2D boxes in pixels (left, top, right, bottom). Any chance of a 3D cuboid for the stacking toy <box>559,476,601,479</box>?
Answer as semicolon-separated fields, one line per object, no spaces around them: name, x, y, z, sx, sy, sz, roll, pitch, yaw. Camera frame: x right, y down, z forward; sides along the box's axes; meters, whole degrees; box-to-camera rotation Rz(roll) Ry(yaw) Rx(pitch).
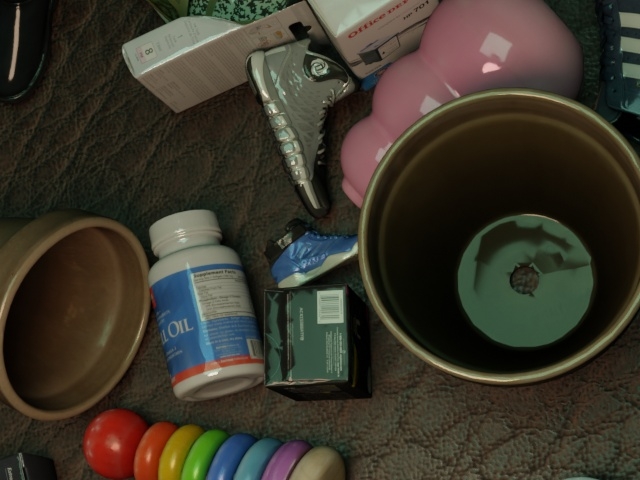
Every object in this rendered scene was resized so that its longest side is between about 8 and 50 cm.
stacking toy;0.232;0.414;1.581;0.308;0.130;0.280;-16;67;0

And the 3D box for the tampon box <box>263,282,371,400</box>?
tampon box;-0.001;0.126;1.718;0.101;0.161;0.120;-4;77;12

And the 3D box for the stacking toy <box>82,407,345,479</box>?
stacking toy;-0.141;0.278;1.742;0.330;0.141;0.141;14;80;22

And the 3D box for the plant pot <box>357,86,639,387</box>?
plant pot;0.224;0.023;1.628;0.323;0.280;0.323;-3;75;12

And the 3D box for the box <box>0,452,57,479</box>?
box;-0.431;0.370;1.786;0.207;0.108;0.153;-17;73;8

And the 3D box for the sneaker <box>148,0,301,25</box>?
sneaker;-0.216;-0.390;1.880;0.410;0.182;0.158;28;84;17

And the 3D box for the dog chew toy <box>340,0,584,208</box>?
dog chew toy;0.160;-0.162;1.738;0.332;0.206;0.207;-43;71;8

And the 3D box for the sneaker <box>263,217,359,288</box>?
sneaker;0.000;0.000;1.802;0.152;0.058;0.085;-29;81;12

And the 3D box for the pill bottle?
pill bottle;-0.148;0.080;1.783;0.124;0.124;0.222;-18;72;8

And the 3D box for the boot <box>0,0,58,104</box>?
boot;-0.429;-0.328;1.901;0.094;0.207;0.247;13;81;15

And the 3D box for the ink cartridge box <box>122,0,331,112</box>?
ink cartridge box;-0.118;-0.251;1.822;0.232;0.189;0.066;-27;77;5

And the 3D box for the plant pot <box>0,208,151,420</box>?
plant pot;-0.382;0.073;1.795;0.229;0.263;0.263;16;80;34

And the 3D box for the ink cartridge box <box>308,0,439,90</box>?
ink cartridge box;0.075;-0.284;1.783;0.139;0.191;0.082;-32;72;4

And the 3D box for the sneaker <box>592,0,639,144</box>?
sneaker;0.374;-0.208;1.728;0.148;0.131;0.350;-25;72;2

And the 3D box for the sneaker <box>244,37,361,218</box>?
sneaker;0.002;-0.151;1.806;0.132;0.086;0.229;-23;98;-5
